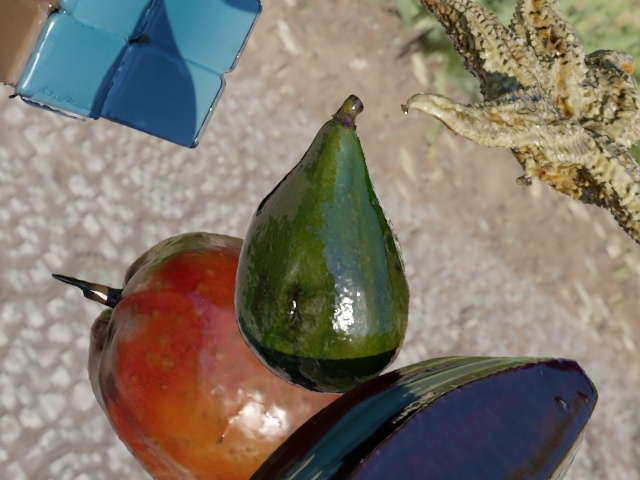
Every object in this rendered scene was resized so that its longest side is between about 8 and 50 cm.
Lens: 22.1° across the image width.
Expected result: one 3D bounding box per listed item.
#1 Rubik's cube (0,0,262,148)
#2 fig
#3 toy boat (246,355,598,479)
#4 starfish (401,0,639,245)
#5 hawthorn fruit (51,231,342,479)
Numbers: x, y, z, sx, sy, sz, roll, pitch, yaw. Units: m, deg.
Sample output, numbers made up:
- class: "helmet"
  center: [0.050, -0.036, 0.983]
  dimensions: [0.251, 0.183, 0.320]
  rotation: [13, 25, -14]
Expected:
- class: "Rubik's cube"
  center: [-0.196, -0.233, 1.387]
  dimensions: [0.221, 0.225, 0.231]
  rotation: [31, 9, 35]
- class: "fig"
  center: [0.000, 0.000, 0.969]
  dimensions: [0.117, 0.117, 0.178]
  rotation: [-49, 138, -64]
- class: "toy boat"
  center: [0.047, 0.138, 0.878]
  dimensions: [0.136, 0.079, 0.392]
  rotation: [57, 32, 8]
- class: "starfish"
  center: [0.145, -0.103, 1.130]
  dimensions: [0.301, 0.084, 0.293]
  rotation: [24, 36, -27]
- class: "hawthorn fruit"
  center: [-0.123, 0.111, 1.543]
  dimensions: [0.300, 0.254, 0.254]
  rotation: [27, 35, -17]
